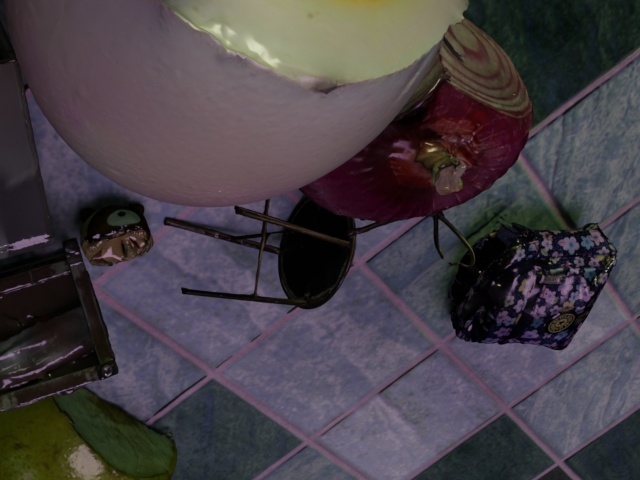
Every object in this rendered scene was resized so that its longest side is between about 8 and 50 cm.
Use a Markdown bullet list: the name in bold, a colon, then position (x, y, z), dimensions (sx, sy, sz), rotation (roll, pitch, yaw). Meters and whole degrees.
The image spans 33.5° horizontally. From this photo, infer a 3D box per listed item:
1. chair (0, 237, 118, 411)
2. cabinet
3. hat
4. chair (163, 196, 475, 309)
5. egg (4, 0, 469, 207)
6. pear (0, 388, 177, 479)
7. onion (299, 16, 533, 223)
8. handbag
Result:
- **chair**: position (-0.289, 0.090, 1.081), dimensions (0.136, 0.147, 0.270), rotation (-17, 178, -13)
- **cabinet**: position (-0.348, -0.099, 0.981), dimensions (0.145, 0.150, 0.206), rotation (-16, 134, -19)
- **hat**: position (-0.230, -0.012, 1.187), dimensions (0.077, 0.059, 0.076), rotation (-17, 151, -5)
- **chair**: position (0.000, 0.000, 1.245), dimensions (0.326, 0.159, 0.170), rotation (13, 124, -33)
- **egg**: position (-0.104, -0.186, 0.912), dimensions (0.355, 0.354, 0.340), rotation (3, 152, -29)
- **pear**: position (-0.347, 0.314, 1.378), dimensions (0.239, 0.139, 0.288), rotation (-32, 135, 15)
- **onion**: position (0.087, -0.124, 1.128), dimensions (0.256, 0.272, 0.230), rotation (-7, 151, 30)
- **handbag**: position (0.284, 0.065, 1.466), dimensions (0.208, 0.126, 0.228), rotation (-3, 138, -26)
